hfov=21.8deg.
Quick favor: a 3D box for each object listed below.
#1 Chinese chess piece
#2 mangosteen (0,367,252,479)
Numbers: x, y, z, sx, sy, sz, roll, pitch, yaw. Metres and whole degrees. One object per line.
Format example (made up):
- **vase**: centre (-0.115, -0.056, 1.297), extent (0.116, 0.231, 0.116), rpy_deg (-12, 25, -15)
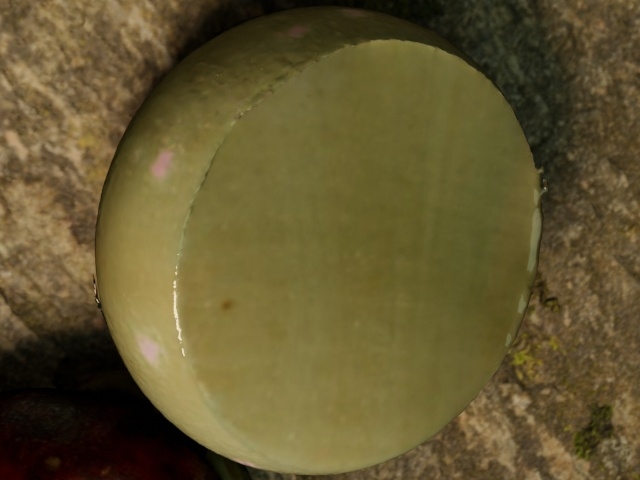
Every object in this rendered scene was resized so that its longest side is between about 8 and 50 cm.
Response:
- **Chinese chess piece**: centre (0.000, 0.000, 1.241), extent (0.349, 0.146, 0.349), rpy_deg (-10, 109, -32)
- **mangosteen**: centre (-0.195, 0.241, 1.297), extent (0.306, 0.359, 0.306), rpy_deg (8, 128, 10)
